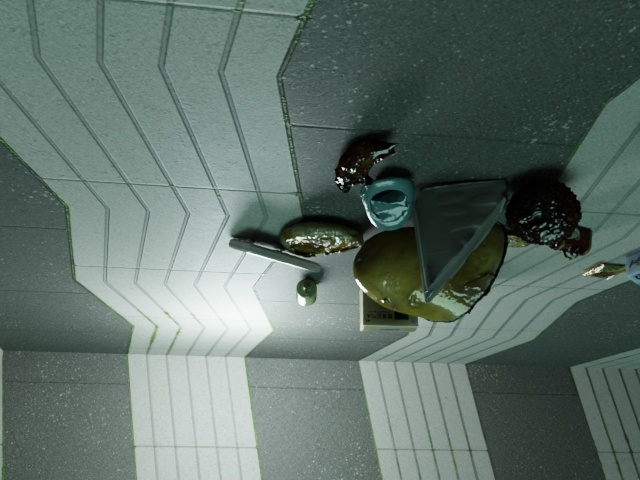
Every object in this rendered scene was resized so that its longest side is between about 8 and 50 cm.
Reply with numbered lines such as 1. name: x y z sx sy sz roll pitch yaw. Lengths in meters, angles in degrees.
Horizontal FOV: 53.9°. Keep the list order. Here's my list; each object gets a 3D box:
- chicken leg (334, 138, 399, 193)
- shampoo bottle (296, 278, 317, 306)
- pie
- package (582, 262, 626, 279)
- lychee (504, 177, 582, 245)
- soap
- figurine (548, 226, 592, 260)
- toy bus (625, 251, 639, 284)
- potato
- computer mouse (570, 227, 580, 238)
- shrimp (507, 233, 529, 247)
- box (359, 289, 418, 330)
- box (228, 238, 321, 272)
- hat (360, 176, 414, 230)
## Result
1. chicken leg: 0.094 -0.178 1.463 0.105 0.063 0.234 2 157 -17
2. shampoo bottle: -0.052 0.188 2.341 0.079 0.079 0.162 1 157 -1
3. pie: 0.000 0.000 1.916 0.274 0.055 0.274 0 163 0
4. package: 0.996 0.109 2.204 0.121 0.031 0.108 7 157 -18
5. lychee: 0.565 -0.072 1.587 0.188 0.188 0.188 0 158 0
6. soap: 0.377 0.002 1.609 0.258 0.302 0.159 -5 154 4
7. figurine: 0.735 0.010 1.879 0.154 0.098 0.082 8 160 -26
8. toy bus: 1.131 0.051 1.977 0.136 0.109 0.330 20 152 -17
9. potato: 0.286 0.057 1.786 0.296 0.289 0.397 25 138 -23
10. computer mouse: 0.651 -0.039 1.809 0.182 0.056 0.089 -4 150 38
11. shrimp: 0.552 -0.008 1.888 0.180 0.041 0.099 16 174 -22
12. box: 0.258 0.261 2.399 0.212 0.168 0.095 1 159 -4
13. box: -0.142 0.048 1.990 0.285 0.044 0.142 18 176 -34
14. hat: 0.172 -0.114 1.613 0.138 0.078 0.191 -7 138 2
